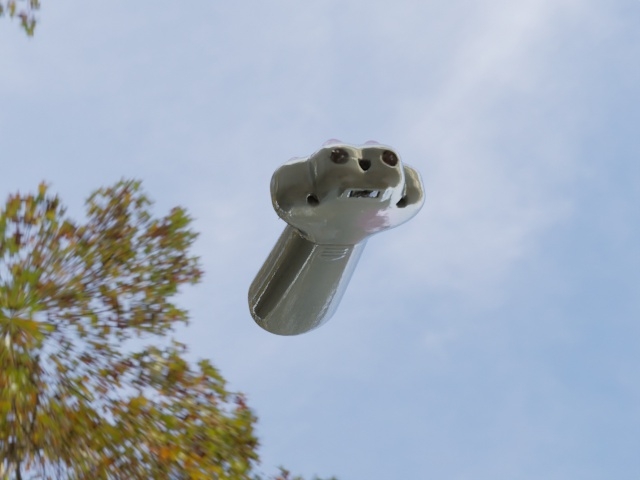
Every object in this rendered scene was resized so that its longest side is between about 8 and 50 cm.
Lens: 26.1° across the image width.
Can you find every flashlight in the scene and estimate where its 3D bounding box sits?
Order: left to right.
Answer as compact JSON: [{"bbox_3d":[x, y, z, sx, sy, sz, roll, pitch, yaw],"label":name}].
[{"bbox_3d":[0.000,0.000,0.867,0.093,0.200,0.048,1,-120,-16],"label":"flashlight"}]
